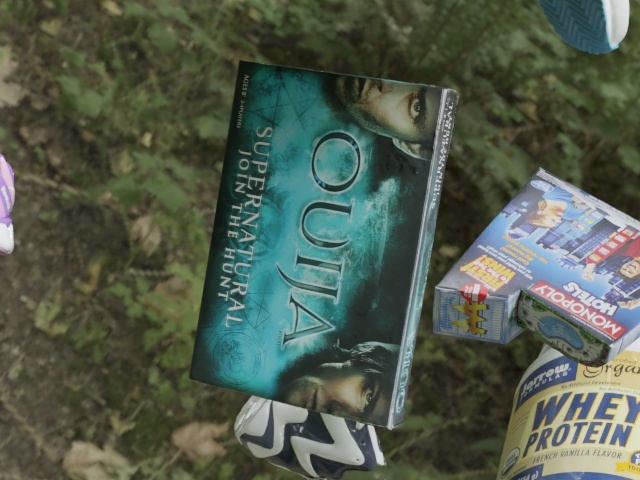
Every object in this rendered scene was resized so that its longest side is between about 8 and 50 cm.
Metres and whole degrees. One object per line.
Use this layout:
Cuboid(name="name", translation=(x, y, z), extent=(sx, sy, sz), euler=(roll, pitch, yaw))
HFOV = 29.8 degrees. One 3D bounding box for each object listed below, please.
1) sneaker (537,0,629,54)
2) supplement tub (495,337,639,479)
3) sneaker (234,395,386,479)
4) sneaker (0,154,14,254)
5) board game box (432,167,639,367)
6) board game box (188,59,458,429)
Cuboid(name="sneaker", translation=(0.207, -0.260, 0.932), extent=(0.092, 0.087, 0.228), euler=(-20, 101, -24))
Cuboid(name="supplement tub", translation=(0.303, 0.240, 1.255), extent=(0.228, 0.228, 0.316), euler=(33, 40, -7))
Cuboid(name="sneaker", translation=(0.036, 0.168, 1.285), extent=(0.153, 0.235, 0.094), euler=(41, 3, -14))
Cuboid(name="sneaker", translation=(-0.344, -0.041, 1.189), extent=(0.095, 0.236, 0.104), euler=(7, 86, -20))
Cuboid(name="board game box", translation=(0.201, 0.039, 1.046), extent=(0.194, 0.060, 0.194), euler=(-32, 48, -29))
Cuboid(name="board game box", translation=(0.000, 0.000, 0.667), extent=(0.126, 0.186, 0.026), euler=(10, 5, 22))
